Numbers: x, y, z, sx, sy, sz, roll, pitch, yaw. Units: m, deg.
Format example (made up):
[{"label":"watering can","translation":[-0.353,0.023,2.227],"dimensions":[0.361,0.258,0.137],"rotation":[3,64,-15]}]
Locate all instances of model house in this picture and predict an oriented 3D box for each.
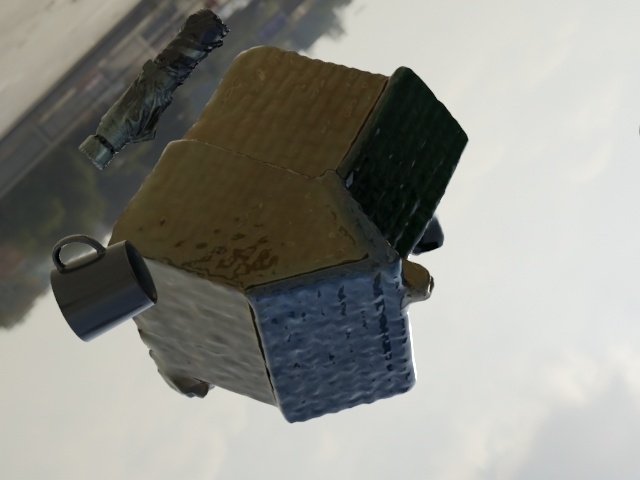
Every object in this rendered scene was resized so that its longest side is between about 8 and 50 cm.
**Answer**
[{"label":"model house","translation":[0.000,0.000,1.587],"dimensions":[0.335,0.342,0.382],"rotation":[78,32,-54]}]

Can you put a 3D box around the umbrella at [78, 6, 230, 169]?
[{"label":"umbrella","translation":[-0.159,-0.146,1.296],"dimensions":[0.188,0.050,0.046],"rotation":[-48,154,-2]}]

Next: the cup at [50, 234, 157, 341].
[{"label":"cup","translation":[-0.208,0.036,1.259],"dimensions":[0.077,0.100,0.078],"rotation":[-26,-157,6]}]
